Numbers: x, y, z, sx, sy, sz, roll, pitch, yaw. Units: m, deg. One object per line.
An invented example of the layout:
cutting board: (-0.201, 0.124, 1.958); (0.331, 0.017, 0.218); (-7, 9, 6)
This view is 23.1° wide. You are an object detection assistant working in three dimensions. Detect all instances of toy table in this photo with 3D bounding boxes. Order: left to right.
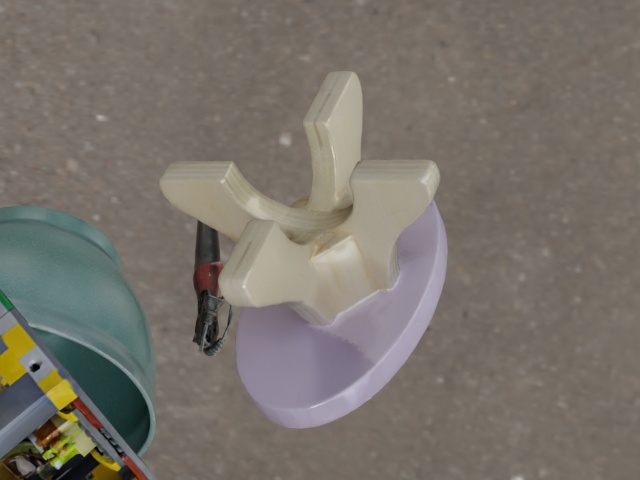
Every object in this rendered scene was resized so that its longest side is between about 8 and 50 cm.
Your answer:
toy table: (0.000, 0.000, 1.322); (0.274, 0.252, 0.161); (-78, 152, -43)

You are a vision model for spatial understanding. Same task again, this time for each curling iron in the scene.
curling iron: (-0.118, 0.029, 1.720); (0.035, 0.274, 0.068); (16, 121, -14)

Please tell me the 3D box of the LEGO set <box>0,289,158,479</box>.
LEGO set: (-0.174, 0.113, 0.615); (0.192, 0.255, 0.331); (-40, 154, -11)

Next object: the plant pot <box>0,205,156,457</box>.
plant pot: (-0.300, 0.090, 1.588); (0.293, 0.293, 0.196); (40, 39, -35)
